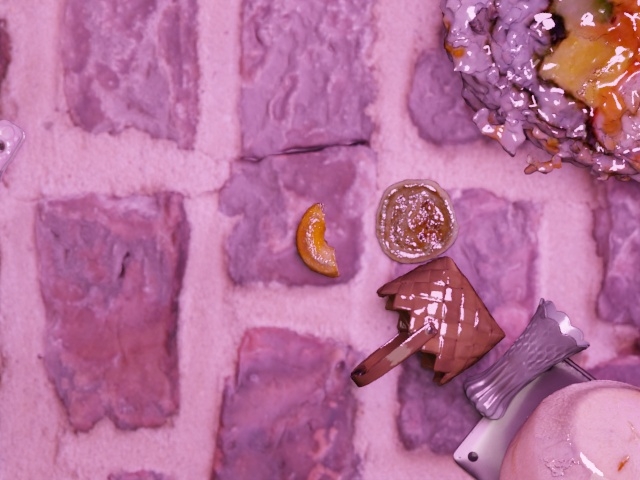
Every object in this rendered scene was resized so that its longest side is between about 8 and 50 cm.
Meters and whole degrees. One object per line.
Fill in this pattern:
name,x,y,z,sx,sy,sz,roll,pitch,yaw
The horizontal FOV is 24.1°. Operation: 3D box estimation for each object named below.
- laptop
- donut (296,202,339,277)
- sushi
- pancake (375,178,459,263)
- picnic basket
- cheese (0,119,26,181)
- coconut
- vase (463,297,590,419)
laptop,0.317,0.273,1.804,0.269,0.015,0.187,38,99,3
donut,0.000,0.000,1.813,0.067,0.038,0.083,20,99,9
sushi,0.321,-0.252,1.645,0.417,0.176,0.417,-3,108,-9
pancake,0.114,-0.024,1.806,0.108,0.017,0.108,0,96,4
picnic basket,0.109,0.111,1.760,0.178,0.128,0.138,-34,88,0
cheese,-0.443,-0.035,1.865,0.127,0.050,0.255,35,99,4
coconut,0.312,0.278,1.692,0.224,0.224,0.234,22,136,6
vase,0.236,0.145,1.765,0.081,0.081,0.149,46,106,2
